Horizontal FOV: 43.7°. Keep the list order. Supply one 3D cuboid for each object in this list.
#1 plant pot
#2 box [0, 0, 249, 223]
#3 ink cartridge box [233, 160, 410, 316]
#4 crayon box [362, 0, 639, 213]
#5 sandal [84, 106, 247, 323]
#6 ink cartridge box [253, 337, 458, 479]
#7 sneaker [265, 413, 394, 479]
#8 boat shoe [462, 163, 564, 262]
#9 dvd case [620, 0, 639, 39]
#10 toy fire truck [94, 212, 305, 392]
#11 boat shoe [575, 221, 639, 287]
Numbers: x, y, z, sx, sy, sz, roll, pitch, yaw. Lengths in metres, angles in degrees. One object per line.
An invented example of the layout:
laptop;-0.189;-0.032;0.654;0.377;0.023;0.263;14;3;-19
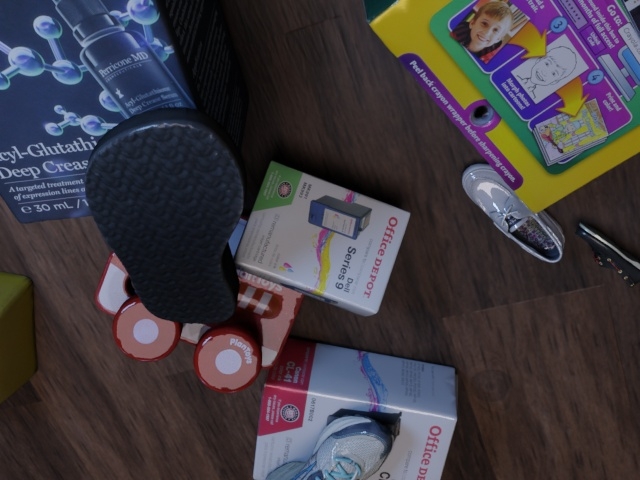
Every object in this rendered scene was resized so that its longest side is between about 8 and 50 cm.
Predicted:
plant pot;-0.607;0.178;1.303;0.212;0.187;0.212;11;122;2
box;-0.279;-0.235;0.933;0.293;0.212;0.395;-6;137;10
ink cartridge box;0.000;0.000;1.126;0.212;0.093;0.154;21;81;-6
crayon box;0.283;-0.244;0.938;0.313;0.106;0.363;-34;123;23
sandal;-0.172;-0.032;0.940;0.167;0.107;0.446;5;151;-5
ink cartridge box;0.055;0.302;1.313;0.306;0.131;0.226;10;121;4
sneaker;0.010;0.378;1.216;0.110;0.122;0.283;36;119;-13
boat shoe;0.272;-0.034;1.122;0.066;0.063;0.184;-38;109;25
dvd case;0.443;-0.234;0.874;0.164;0.018;0.221;-32;124;18
toy fire truck;-0.168;0.065;1.208;0.302;0.169;0.254;22;97;-6
boat shoe;0.413;0.022;1.143;0.133;0.049;0.042;34;111;-17
